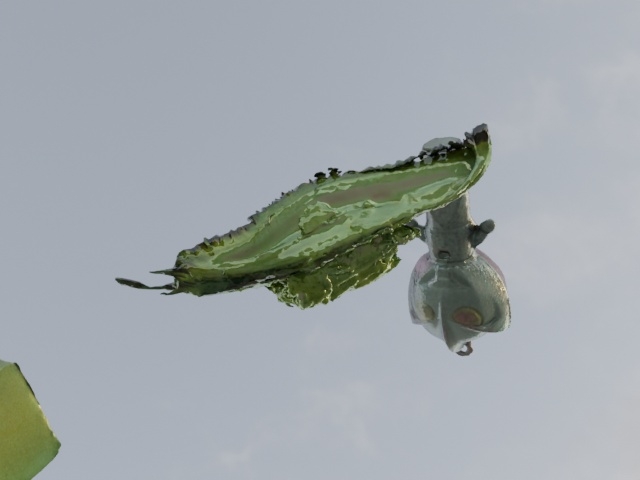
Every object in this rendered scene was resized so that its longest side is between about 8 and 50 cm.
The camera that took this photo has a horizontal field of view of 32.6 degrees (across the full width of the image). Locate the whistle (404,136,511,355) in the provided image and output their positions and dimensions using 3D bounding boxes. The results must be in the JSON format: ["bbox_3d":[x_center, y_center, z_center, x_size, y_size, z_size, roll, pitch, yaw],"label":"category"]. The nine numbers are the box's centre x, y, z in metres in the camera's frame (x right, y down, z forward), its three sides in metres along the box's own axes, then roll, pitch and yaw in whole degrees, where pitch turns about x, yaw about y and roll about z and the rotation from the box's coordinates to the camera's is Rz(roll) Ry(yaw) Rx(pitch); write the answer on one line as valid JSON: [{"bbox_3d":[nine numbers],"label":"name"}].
[{"bbox_3d":[0.186,0.021,1.535,0.134,0.142,0.346,-30,-55,-34],"label":"whistle"}]

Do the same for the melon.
[{"bbox_3d":[-0.570,0.249,1.458,0.331,0.343,0.226,42,-42,18],"label":"melon"}]

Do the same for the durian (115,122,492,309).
[{"bbox_3d":[-0.002,-0.006,1.026,0.375,0.132,0.106,-25,-30,-5],"label":"durian"}]
